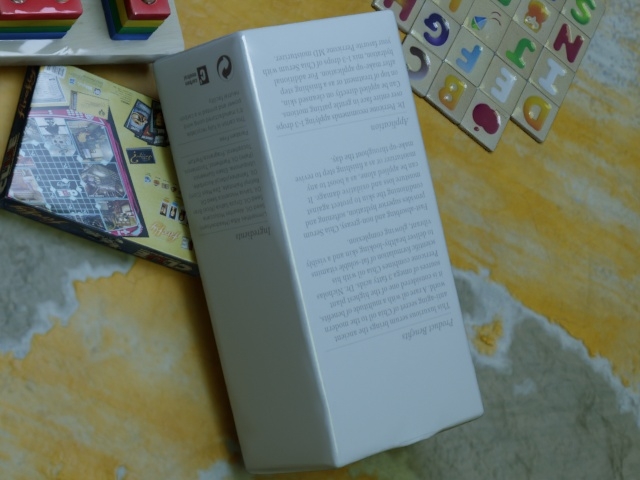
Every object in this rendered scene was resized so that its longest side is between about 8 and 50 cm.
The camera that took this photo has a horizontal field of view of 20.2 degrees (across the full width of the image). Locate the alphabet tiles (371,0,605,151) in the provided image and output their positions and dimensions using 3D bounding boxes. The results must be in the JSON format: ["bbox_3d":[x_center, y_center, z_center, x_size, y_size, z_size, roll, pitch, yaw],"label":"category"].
[{"bbox_3d":[0.216,-0.291,2.231,0.285,0.011,0.342,37,63,-20],"label":"alphabet tiles"}]

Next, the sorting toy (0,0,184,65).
[{"bbox_3d":[-0.272,-0.316,1.863,0.257,0.089,0.255,-5,72,-32],"label":"sorting toy"}]

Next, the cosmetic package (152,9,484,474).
[{"bbox_3d":[0.000,0.000,1.910,0.230,0.161,0.453,-13,91,-42],"label":"cosmetic package"}]

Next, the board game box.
[{"bbox_3d":[-0.212,-0.077,1.901,0.243,0.042,0.165,21,69,-26],"label":"board game box"}]
